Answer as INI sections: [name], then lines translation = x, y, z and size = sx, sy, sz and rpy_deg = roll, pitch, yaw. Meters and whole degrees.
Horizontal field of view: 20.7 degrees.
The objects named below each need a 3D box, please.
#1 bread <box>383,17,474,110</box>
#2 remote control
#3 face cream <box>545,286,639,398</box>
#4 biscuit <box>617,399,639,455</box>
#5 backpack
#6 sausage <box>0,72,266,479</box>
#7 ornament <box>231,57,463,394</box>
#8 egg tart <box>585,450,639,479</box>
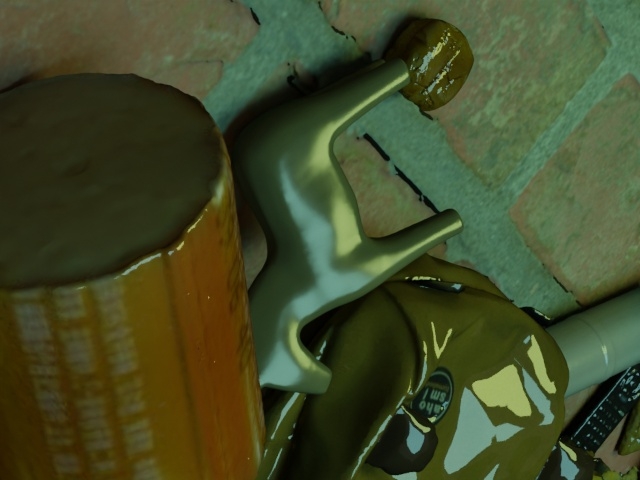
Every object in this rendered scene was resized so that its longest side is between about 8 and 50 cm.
[bread]
translation = 0.093, -0.152, 1.493
size = 0.081, 0.046, 0.083
rpy_deg = -36, 138, -22
[remote control]
translation = 0.334, 0.182, 2.004
size = 0.245, 0.025, 0.063
rpy_deg = -50, 140, -2
[face cream]
translation = 0.281, 0.115, 1.857
size = 0.250, 0.077, 0.077
rpy_deg = -20, 132, -31
[biscuit]
translation = 0.393, 0.216, 2.093
size = 0.081, 0.018, 0.083
rpy_deg = -10, 126, -40
[backpack]
translation = 0.061, 0.196, 1.610
size = 0.353, 0.201, 0.378
rpy_deg = 14, 106, -44
[sausage]
translation = -0.163, 0.057, 1.262
size = 0.233, 0.233, 0.287
rpy_deg = -29, 137, -26
[ornament]
translation = 0.000, 0.000, 1.438
size = 0.245, 0.061, 0.230
rpy_deg = -29, 107, -22
[egg tart]
translation = 0.218, 0.312, 1.920
size = 0.297, 0.132, 0.297
rpy_deg = -22, 144, -17
